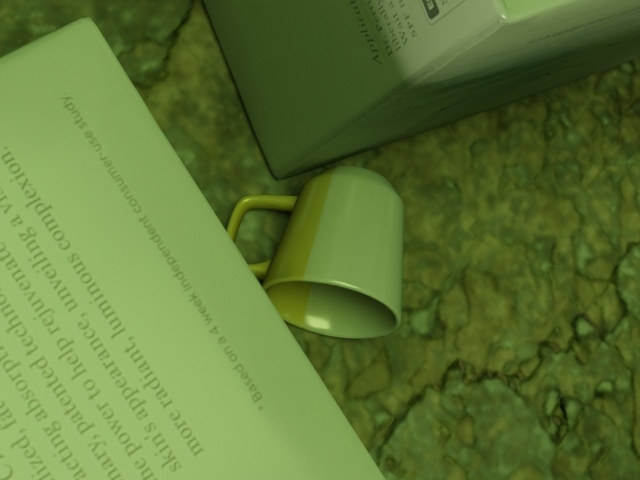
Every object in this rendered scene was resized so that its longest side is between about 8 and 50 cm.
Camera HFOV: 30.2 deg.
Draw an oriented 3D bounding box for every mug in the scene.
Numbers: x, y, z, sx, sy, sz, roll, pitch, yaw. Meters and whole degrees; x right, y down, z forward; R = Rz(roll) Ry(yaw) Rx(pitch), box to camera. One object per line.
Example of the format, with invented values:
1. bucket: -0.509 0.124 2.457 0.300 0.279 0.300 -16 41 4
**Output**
1. mug: 0.004 0.000 0.523 0.078 0.062 0.064 23 64 -21

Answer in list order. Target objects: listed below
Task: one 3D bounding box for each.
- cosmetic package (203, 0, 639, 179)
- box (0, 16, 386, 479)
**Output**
1. cosmetic package: 0.088 -0.140 0.492 0.224 0.224 0.138 -20 89 -22
2. box: -0.173 0.119 0.374 0.345 0.168 0.215 -33 92 -23
